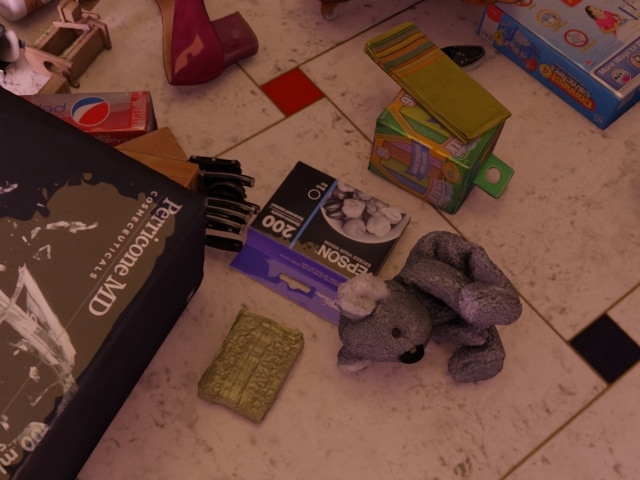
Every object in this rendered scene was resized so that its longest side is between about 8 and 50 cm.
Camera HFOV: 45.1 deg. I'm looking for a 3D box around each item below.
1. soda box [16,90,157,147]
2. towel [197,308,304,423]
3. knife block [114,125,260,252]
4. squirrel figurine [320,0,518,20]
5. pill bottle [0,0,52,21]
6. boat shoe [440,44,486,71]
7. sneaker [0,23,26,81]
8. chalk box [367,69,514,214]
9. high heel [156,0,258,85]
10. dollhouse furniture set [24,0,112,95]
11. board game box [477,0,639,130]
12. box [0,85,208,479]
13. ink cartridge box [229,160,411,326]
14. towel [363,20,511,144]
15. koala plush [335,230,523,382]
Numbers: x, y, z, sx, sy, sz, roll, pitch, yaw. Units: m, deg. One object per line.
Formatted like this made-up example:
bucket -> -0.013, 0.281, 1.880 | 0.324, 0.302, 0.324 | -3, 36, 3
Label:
soda box -> -0.396, -0.174, 1.222 | 0.264, 0.092, 0.083 | -2, 58, -4
towel -> -0.095, 0.173, 1.074 | 0.110, 0.027, 0.148 | 23, 59, 9
knife block -> -0.236, -0.047, 1.133 | 0.276, 0.088, 0.242 | -23, 52, -14
squirrel figurine -> 0.158, -0.524, 1.388 | 0.371, 0.280, 0.397 | -12, 16, 20
pill bottle -> -0.498, -0.507, 1.392 | 0.131, 0.131, 0.229 | 39, 65, 18
boat shoe -> 0.235, -0.327, 1.383 | 0.142, 0.040, 0.049 | -17, 62, -13
sneaker -> -0.580, -0.359, 1.322 | 0.153, 0.094, 0.234 | -2, 60, -6
chalk box -> 0.202, -0.144, 1.219 | 0.213, 0.132, 0.132 | 29, 61, 14
high heel -> -0.286, -0.430, 1.355 | 0.181, 0.127, 0.377 | -32, 69, -32
dollhouse furniture set -> -0.450, -0.335, 1.275 | 0.101, 0.161, 0.181 | 23, 60, 10
board game box -> 0.505, -0.392, 1.412 | 0.308, 0.086, 0.302 | -36, 67, -22
box -> -0.457, 0.078, 0.913 | 0.472, 0.297, 0.479 | 29, 65, 2
ink cartridge box -> 0.000, 0.000, 1.173 | 0.206, 0.045, 0.208 | 27, 63, 12
towel -> 0.179, -0.250, 1.192 | 0.102, 0.021, 0.237 | -34, 68, -20
koala plush -> 0.120, 0.098, 1.051 | 0.221, 0.196, 0.203 | -19, 51, -13
